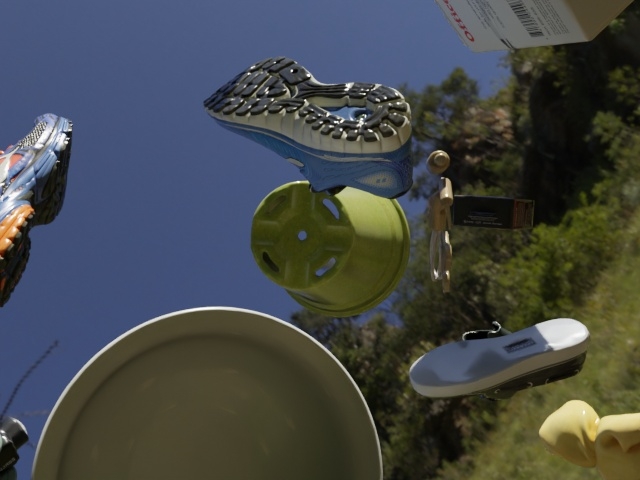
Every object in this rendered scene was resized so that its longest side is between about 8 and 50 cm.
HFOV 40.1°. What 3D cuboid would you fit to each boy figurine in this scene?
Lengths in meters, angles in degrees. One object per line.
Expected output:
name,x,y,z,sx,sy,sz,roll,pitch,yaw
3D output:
boy figurine,0.431,0.289,1.157,0.092,0.285,0.177,-46,-54,-31

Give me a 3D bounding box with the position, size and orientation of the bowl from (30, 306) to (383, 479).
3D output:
bowl,-0.104,0.214,0.786,0.297,0.134,0.298,3,-102,-16

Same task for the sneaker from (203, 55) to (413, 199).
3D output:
sneaker,-0.019,-0.124,1.082,0.130,0.330,0.147,-42,-45,-23

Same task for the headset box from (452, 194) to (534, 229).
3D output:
headset box,0.172,-0.028,0.874,0.083,0.062,0.032,-6,-81,-63

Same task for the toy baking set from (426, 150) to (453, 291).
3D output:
toy baking set,0.168,-0.031,1.265,0.030,0.256,0.197,0,-84,4

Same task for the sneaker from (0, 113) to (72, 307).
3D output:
sneaker,-0.262,-0.042,0.714,0.087,0.221,0.083,18,-54,-7

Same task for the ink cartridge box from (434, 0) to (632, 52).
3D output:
ink cartridge box,0.227,-0.338,1.040,0.114,0.273,0.197,-42,-71,-8

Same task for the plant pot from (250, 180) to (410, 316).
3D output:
plant pot,0.000,0.000,1.544,0.276,0.276,0.254,-58,-16,6

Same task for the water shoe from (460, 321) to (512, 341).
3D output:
water shoe,0.299,0.212,1.714,0.080,0.203,0.073,45,-134,-10

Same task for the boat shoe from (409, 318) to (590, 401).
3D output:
boat shoe,0.222,0.161,1.077,0.228,0.080,0.076,-17,-58,-11

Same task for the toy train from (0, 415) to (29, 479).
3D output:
toy train,-0.615,0.368,1.332,0.334,0.190,0.142,-41,-33,-32
